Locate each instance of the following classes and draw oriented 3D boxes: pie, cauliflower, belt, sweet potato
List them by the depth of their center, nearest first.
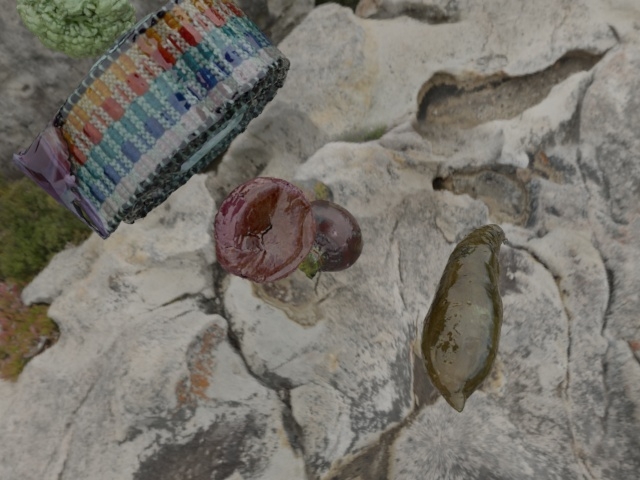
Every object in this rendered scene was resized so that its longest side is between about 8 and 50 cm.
[{"bbox_3d":[-0.189,-0.161,0.667,0.295,0.207,0.160,-41,97,10],"label":"belt"},{"bbox_3d":[-0.088,-0.017,0.917,0.182,0.182,0.049,-51,36,-8],"label":"pie"},{"bbox_3d":[0.259,0.095,0.975,0.130,0.131,0.423,12,47,16],"label":"sweet potato"},{"bbox_3d":[-0.557,-0.554,1.256,0.326,0.260,0.281,-4,101,26],"label":"cauliflower"}]

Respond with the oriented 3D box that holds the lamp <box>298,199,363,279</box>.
[{"bbox_3d":[0.004,0.001,1.114,0.156,0.157,0.135,10,37,35],"label":"lamp"}]
